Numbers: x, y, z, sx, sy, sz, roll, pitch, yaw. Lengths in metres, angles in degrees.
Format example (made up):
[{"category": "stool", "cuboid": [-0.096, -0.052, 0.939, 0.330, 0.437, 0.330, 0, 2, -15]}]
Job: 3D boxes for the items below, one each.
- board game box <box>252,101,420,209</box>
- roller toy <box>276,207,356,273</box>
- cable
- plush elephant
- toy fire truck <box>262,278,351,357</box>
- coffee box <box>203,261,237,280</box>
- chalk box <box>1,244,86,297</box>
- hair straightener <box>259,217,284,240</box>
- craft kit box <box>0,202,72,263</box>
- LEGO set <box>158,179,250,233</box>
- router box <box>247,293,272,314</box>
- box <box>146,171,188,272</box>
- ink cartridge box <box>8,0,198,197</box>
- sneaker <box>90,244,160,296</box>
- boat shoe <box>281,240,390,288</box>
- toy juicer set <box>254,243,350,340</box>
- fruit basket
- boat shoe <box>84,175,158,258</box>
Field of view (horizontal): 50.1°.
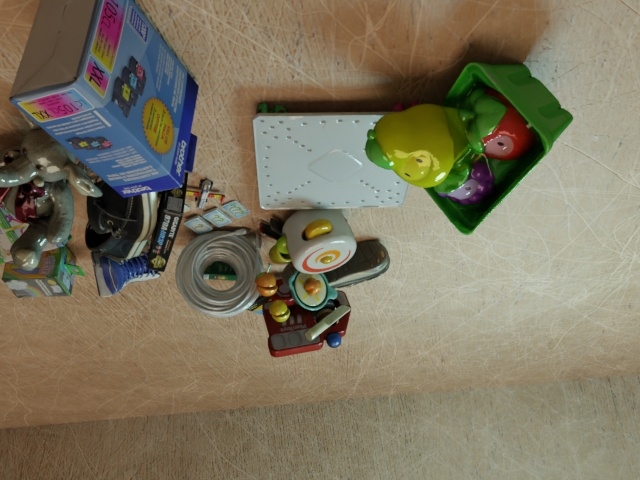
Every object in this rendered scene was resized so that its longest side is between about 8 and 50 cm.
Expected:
[{"category": "board game box", "cuboid": [0.037, -0.202, 1.694, 0.389, 0.050, 0.390, -1, 151, -3]}, {"category": "roller toy", "cuboid": [0.000, 0.000, 1.920, 0.191, 0.146, 0.209, 5, 143, -38]}, {"category": "cable", "cuboid": [-0.293, 0.097, 1.998, 0.257, 0.257, 0.089, -2, 163, -13]}, {"category": "plush elephant", "cuboid": [-0.634, -0.141, 1.517, 0.272, 0.330, 0.255, 45, 151, 7]}, {"category": "toy fire truck", "cuboid": [-0.041, 0.263, 2.263, 0.302, 0.254, 0.169, -6, 136, -14]}, {"category": "coffee box", "cuboid": [-0.305, 0.066, 2.085, 0.184, 0.113, 0.040, 2, 150, -12]}, {"category": "chalk box", "cuboid": [-0.820, 0.085, 2.063, 0.213, 0.132, 0.132, -2, 150, -2]}, {"category": "hair straightener", "cuboid": [-0.073, -0.013, 2.026, 0.089, 0.047, 0.230, -23, 145, 33]}, {"category": "craft kit box", "cuboid": [-0.795, -0.071, 1.731, 0.246, 0.061, 0.250, -14, 115, 16]}, {"category": "LEGO set", "cuboid": [-0.331, -0.086, 1.870, 0.182, 0.060, 0.244, -20, 146, 21]}, {"category": "router box", "cuboid": [-0.168, 0.212, 2.425, 0.133, 0.046, 0.179, 22, 143, -35]}, {"category": "box", "cuboid": [-0.384, -0.056, 1.717, 0.051, 0.175, 0.220, 13, 133, -17]}, {"category": "ink cartridge box", "cuboid": [-0.374, -0.268, 1.317, 0.151, 0.270, 0.395, -6, 151, 18]}, {"category": "sneaker", "cuboid": [-0.564, 0.071, 2.009, 0.182, 0.128, 0.315, -11, -172, -11]}, {"category": "boat shoe", "cuboid": [0.054, 0.106, 2.167, 0.355, 0.132, 0.130, -11, 150, 17]}, {"category": "toy juicer set", "cuboid": [-0.048, 0.167, 1.996, 0.329, 0.209, 0.089, 44, 143, -17]}, {"category": "fruit basket", "cuboid": [0.293, -0.190, 1.469, 0.392, 0.283, 0.392, -34, 165, -11]}, {"category": "boat shoe", "cuboid": [-0.506, -0.086, 1.727, 0.156, 0.187, 0.500, 2, 157, -24]}]
